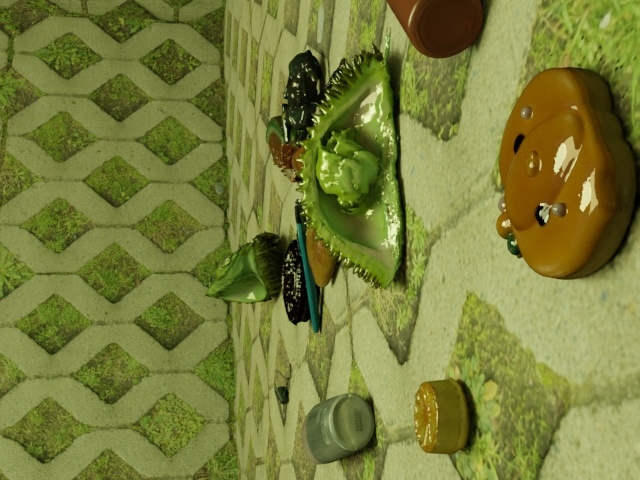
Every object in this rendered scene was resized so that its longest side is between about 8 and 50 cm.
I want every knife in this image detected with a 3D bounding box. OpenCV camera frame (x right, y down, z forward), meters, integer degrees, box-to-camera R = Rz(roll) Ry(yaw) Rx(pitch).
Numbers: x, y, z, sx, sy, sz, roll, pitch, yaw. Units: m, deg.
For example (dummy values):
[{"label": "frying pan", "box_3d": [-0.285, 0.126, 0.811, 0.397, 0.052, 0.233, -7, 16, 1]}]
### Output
[{"label": "knife", "box_3d": [-0.027, 0.054, 1.426, 0.044, 0.026, 0.296, -89, -8, -71]}]

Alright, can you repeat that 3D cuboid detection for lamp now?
[{"label": "lamp", "box_3d": [-0.092, 0.372, 1.810, 0.054, 0.041, 0.121, -117, 26, -47]}]

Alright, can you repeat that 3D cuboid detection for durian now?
[{"label": "durian", "box_3d": [-0.205, 0.064, 1.936, 0.394, 0.198, 0.163, 124, 145, -64]}, {"label": "durian", "box_3d": [0.064, -0.108, 1.041, 0.170, 0.158, 0.355, -1, 89, 41]}]

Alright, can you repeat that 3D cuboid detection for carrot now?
[{"label": "carrot", "box_3d": [-0.002, -0.175, 1.377, 0.210, 0.061, 0.061, 157, 112, -72]}]

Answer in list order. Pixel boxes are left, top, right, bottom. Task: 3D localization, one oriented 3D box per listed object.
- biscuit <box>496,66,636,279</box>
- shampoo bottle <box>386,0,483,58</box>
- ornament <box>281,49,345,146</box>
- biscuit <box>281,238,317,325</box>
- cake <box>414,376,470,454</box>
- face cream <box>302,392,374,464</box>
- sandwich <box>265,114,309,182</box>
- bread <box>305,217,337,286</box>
[{"label": "biscuit", "box_3d": [0.180, -0.048, 0.574, 0.170, 0.050, 0.170, -179, 90, -78]}, {"label": "shampoo bottle", "box_3d": [0.111, -0.294, 0.816, 0.244, 0.086, 0.085, -103, 18, -51]}, {"label": "ornament", "box_3d": [-0.015, -0.306, 1.365, 0.236, 0.080, 0.202, 143, 136, -74]}, {"label": "biscuit", "box_3d": [-0.047, 0.088, 1.558, 0.194, 0.053, 0.194, -179, 90, -78]}, {"label": "cake", "box_3d": [0.134, 0.195, 0.786, 0.084, 0.044, 0.084, -178, 90, -77]}, {"label": "face cream", "box_3d": [0.021, 0.321, 1.218, 0.269, 0.073, 0.107, 121, 151, -66]}, {"label": "sandwich", "box_3d": [-0.081, -0.224, 1.653, 0.235, 0.079, 0.159, -126, 38, -68]}, {"label": "bread", "box_3d": [0.002, 0.024, 1.356, 0.154, 0.054, 0.135, -124, 33, -72]}]
